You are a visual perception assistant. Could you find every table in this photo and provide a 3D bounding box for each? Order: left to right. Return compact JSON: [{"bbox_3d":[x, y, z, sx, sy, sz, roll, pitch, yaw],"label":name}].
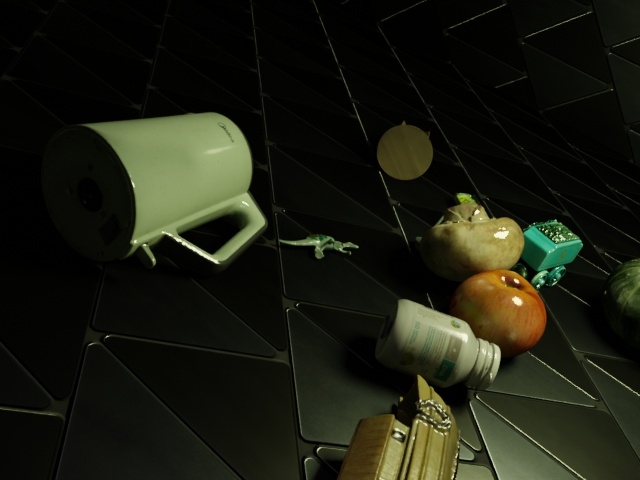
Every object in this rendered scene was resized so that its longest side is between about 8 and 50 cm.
[{"bbox_3d":[0.274,-0.296,2.057,0.167,0.167,0.227,24,23,4],"label":"table"}]

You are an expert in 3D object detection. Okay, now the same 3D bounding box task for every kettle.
[{"bbox_3d":[-0.295,-0.089,1.326,0.361,0.250,0.376,51,35,7],"label":"kettle"}]

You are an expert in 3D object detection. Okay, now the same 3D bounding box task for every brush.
[{"bbox_3d":[0.309,-0.020,1.768,0.062,0.027,0.266,30,28,12],"label":"brush"}]

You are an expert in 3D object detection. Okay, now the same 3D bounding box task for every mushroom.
[{"bbox_3d":[0.359,0.008,1.556,0.254,0.255,0.184,-6,72,-38],"label":"mushroom"}]

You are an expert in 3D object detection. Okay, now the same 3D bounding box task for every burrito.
[{"bbox_3d":[0.430,-0.059,1.866,0.104,0.054,0.288,11,33,-17],"label":"burrito"}]

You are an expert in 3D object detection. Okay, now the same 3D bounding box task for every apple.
[{"bbox_3d":[0.378,0.152,1.407,0.209,0.164,0.209,16,29,-9],"label":"apple"}]

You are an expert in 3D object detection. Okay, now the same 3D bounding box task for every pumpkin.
[{"bbox_3d":[0.850,0.171,1.639,0.300,0.207,0.300,5,27,-3],"label":"pumpkin"}]

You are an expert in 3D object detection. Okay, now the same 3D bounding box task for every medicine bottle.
[{"bbox_3d":[0.225,0.207,1.255,0.215,0.135,0.135,21,31,-1],"label":"medicine bottle"}]

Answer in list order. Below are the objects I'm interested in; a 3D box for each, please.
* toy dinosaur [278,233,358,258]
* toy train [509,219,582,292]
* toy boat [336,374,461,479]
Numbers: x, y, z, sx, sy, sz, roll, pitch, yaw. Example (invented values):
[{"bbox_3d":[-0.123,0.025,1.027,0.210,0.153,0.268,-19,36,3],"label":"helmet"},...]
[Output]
[{"bbox_3d":[-0.002,0.003,1.526,0.187,0.044,0.106,6,19,-2],"label":"toy dinosaur"},{"bbox_3d":[0.579,0.037,1.709,0.203,0.163,0.112,-12,46,-42],"label":"toy train"},{"bbox_3d":[0.106,0.354,0.979,0.162,0.136,0.445,31,27,6],"label":"toy boat"}]
